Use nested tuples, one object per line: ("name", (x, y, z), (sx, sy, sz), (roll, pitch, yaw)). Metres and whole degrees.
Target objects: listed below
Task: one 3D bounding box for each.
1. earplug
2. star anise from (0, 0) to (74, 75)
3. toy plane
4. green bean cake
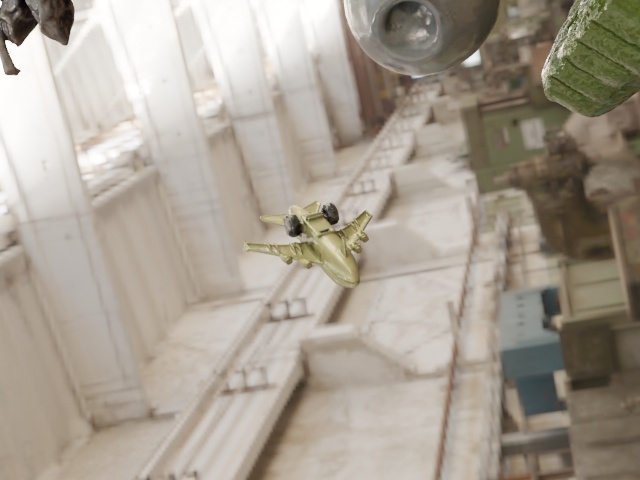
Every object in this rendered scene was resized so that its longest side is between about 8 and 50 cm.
("earplug", (0.133, -0.344, 1.337), (0.175, 0.214, 0.326), (75, -152, -75))
("star anise", (-0.342, -0.323, 1.369), (0.262, 0.230, 0.081), (-63, -18, 8))
("toy plane", (0.000, 0.000, 1.851), (0.244, 0.229, 0.092), (41, 141, 54))
("green bean cake", (0.384, -0.282, 1.444), (0.222, 0.125, 0.248), (-58, -4, -30))
